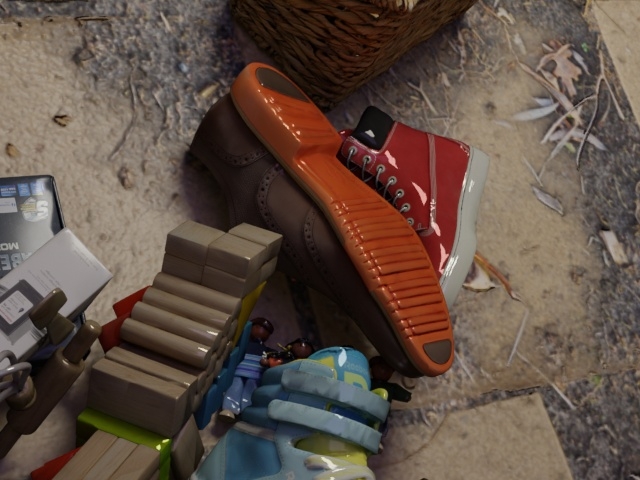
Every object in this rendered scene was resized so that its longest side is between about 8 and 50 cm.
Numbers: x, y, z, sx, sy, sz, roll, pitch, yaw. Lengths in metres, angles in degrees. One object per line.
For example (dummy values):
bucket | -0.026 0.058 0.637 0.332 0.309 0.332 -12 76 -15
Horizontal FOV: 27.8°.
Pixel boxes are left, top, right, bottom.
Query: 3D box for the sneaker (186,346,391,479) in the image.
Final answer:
sneaker | 0.017 0.204 1.055 0.127 0.319 0.208 31 88 -43

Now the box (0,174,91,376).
box | -0.338 0.039 1.153 0.233 0.059 0.183 -5 69 -26

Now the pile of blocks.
pile of blocks | -0.156 0.129 1.157 0.112 0.149 0.362 19 58 15

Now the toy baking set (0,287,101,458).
toy baking set | -0.248 0.130 1.025 0.030 0.256 0.197 42 16 6

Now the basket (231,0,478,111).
basket | 0.066 -0.330 1.418 0.213 0.223 0.299 48 58 4

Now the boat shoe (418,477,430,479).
boat shoe | 0.023 0.343 1.126 0.120 0.122 0.324 31 57 -1

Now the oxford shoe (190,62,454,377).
oxford shoe | 0.000 0.000 1.277 0.130 0.133 0.363 2 50 -58

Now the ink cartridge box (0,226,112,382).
ink cartridge box | -0.266 0.078 1.070 0.060 0.104 0.180 47 59 -2

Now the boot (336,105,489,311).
boot | 0.075 -0.029 1.357 0.176 0.088 0.244 22 51 -12

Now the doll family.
doll family | -0.012 0.135 1.242 0.193 0.076 0.111 18 64 -11
